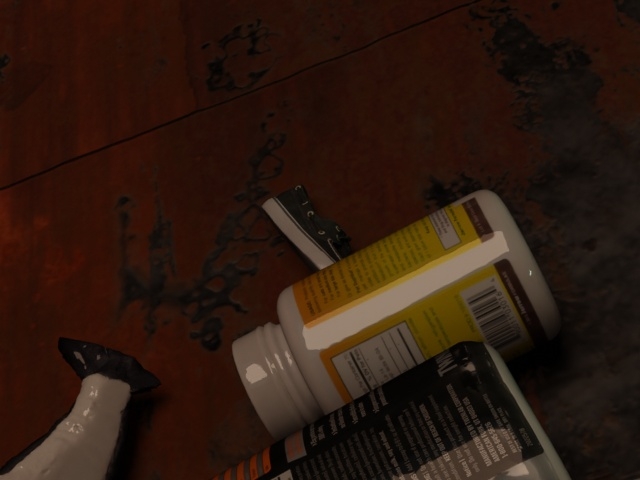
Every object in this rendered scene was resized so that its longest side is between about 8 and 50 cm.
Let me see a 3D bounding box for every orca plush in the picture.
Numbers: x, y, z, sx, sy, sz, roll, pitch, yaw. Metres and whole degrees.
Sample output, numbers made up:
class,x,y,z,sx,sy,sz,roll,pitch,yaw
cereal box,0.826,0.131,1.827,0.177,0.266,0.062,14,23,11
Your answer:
class,x,y,z,sx,sy,sz,roll,pitch,yaw
orca plush,-0.229,0.202,1.034,0.102,0.151,0.287,-29,40,48

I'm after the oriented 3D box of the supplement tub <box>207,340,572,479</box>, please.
class,x,y,z,sx,sy,sz,roll,pitch,yaw
supplement tub,0.006,0.211,0.841,0.316,0.193,0.194,-29,47,4

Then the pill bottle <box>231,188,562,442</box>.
class,x,y,z,sx,sy,sz,roll,pitch,yaw
pill bottle,0.051,0.060,0.992,0.215,0.117,0.117,-27,47,5

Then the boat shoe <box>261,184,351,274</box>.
class,x,y,z,sx,sy,sz,roll,pitch,yaw
boat shoe,0.000,0.000,1.114,0.040,0.049,0.142,-37,45,-5
